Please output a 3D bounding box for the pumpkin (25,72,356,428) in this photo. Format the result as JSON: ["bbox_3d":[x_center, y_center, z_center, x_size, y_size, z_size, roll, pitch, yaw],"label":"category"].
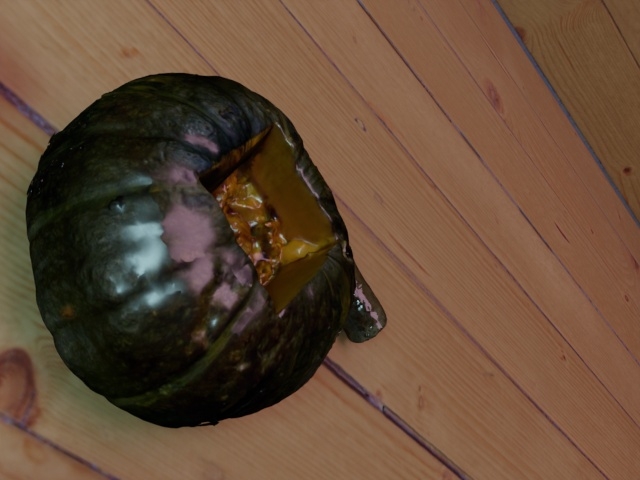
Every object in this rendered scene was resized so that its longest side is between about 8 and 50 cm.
[{"bbox_3d":[-0.104,0.005,0.610,0.320,0.192,0.320,28,51,-41],"label":"pumpkin"}]

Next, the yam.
[{"bbox_3d":[0.000,0.000,0.874,0.274,0.061,0.061,62,34,-5],"label":"yam"}]
